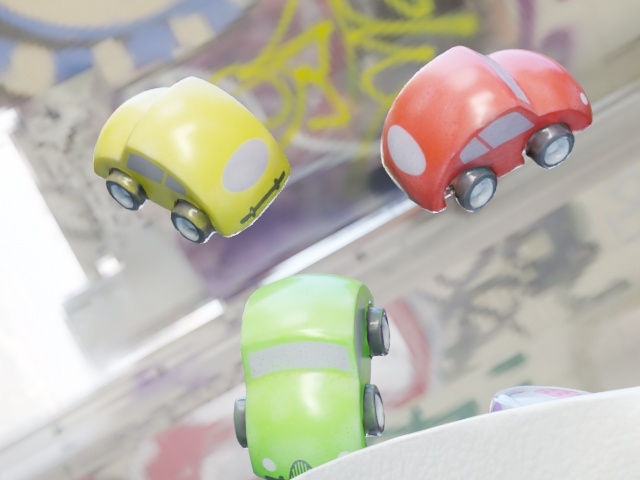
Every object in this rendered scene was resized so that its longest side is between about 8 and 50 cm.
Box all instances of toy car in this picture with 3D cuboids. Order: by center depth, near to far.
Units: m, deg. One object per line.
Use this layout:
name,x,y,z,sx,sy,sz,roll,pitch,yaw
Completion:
toy car,0.000,0.000,0.814,0.053,0.239,0.225,72,17,-49

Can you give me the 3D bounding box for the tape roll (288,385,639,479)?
tape roll,0.156,0.136,0.598,0.392,0.392,0.072,80,9,-66

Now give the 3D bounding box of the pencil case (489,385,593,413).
pencil case,0.134,0.223,1.109,0.113,0.124,0.273,-130,-130,-80
